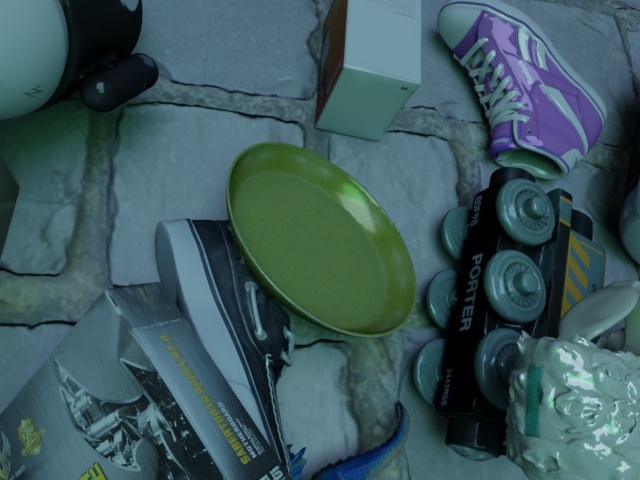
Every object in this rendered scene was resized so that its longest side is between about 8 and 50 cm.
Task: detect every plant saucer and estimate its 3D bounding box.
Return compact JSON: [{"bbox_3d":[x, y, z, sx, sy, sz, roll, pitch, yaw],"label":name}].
[{"bbox_3d":[0.000,0.000,0.563,0.241,0.037,0.240,27,40,-25],"label":"plant saucer"}]

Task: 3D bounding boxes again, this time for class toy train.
[{"bbox_3d":[0.224,0.082,0.597,0.190,0.142,0.333,26,63,-18],"label":"toy train"}]

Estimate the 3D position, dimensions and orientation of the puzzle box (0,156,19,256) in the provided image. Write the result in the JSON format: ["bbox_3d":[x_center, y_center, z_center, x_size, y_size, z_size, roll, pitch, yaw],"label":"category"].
[{"bbox_3d":[-0.316,0.084,0.365,0.052,0.272,0.408,8,68,-13],"label":"puzzle box"}]

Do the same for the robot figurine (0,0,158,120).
[{"bbox_3d":[-0.281,-0.217,0.508,0.209,0.173,0.278,0,31,9],"label":"robot figurine"}]

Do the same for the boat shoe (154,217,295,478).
[{"bbox_3d":[-0.071,0.096,0.495,0.102,0.108,0.301,-7,48,-27],"label":"boat shoe"}]

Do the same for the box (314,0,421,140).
[{"bbox_3d":[0.056,-0.233,0.661,0.091,0.130,0.170,10,68,-13],"label":"box"}]

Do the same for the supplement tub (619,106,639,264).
[{"bbox_3d":[0.530,-0.125,0.711,0.207,0.207,0.337,26,66,-5],"label":"supplement tub"}]

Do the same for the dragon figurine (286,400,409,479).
[{"bbox_3d":[-0.022,0.240,0.489,0.144,0.085,0.289,37,67,0],"label":"dragon figurine"}]

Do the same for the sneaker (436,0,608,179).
[{"bbox_3d":[0.247,-0.199,0.720,0.282,0.102,0.161,41,68,2],"label":"sneaker"}]

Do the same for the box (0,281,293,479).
[{"bbox_3d":[-0.154,0.172,0.402,0.183,0.231,0.056,52,22,14],"label":"box"}]

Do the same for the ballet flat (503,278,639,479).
[{"bbox_3d":[0.310,0.094,0.485,0.409,0.147,0.146,-9,72,-38],"label":"ballet flat"}]
